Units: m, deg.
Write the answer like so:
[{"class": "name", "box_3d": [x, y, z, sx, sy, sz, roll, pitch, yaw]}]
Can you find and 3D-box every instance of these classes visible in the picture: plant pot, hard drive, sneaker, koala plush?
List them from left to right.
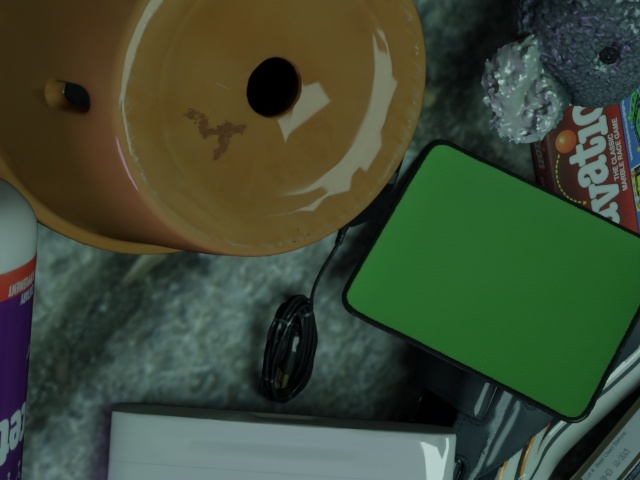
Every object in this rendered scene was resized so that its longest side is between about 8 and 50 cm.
[{"class": "plant pot", "box_3d": [-0.069, -0.113, 1.187, 0.291, 0.203, 0.291, -10, 111, -27]}, {"class": "hard drive", "box_3d": [-0.037, 0.295, 1.349, 0.233, 0.047, 0.353, 4, 96, -1]}, {"class": "sneaker", "box_3d": [0.112, 0.123, 1.416, 0.321, 0.126, 0.127, -49, 119, -7]}, {"class": "koala plush", "box_3d": [0.178, -0.185, 1.320, 0.196, 0.203, 0.221, -35, 132, -28]}]

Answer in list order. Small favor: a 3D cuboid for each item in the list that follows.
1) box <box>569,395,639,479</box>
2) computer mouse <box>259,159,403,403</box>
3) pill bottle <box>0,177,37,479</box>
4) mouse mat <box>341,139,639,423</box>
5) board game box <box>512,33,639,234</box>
[{"class": "box", "box_3d": [0.243, 0.156, 1.493, 0.136, 0.036, 0.225, -49, 164, -7]}, {"class": "computer mouse", "box_3d": [0.000, 0.000, 1.366, 0.071, 0.041, 0.242, 2, 112, -56]}, {"class": "pill bottle", "box_3d": [-0.266, 0.120, 1.169, 0.181, 0.181, 0.323, -3, 108, -28]}, {"class": "mouse mat", "box_3d": [0.127, 0.026, 1.360, 0.152, 0.189, 0.007, -59, 167, -22]}, {"class": "board game box", "box_3d": [0.232, -0.045, 1.481, 0.145, 0.027, 0.281, -22, 116, -20]}]
